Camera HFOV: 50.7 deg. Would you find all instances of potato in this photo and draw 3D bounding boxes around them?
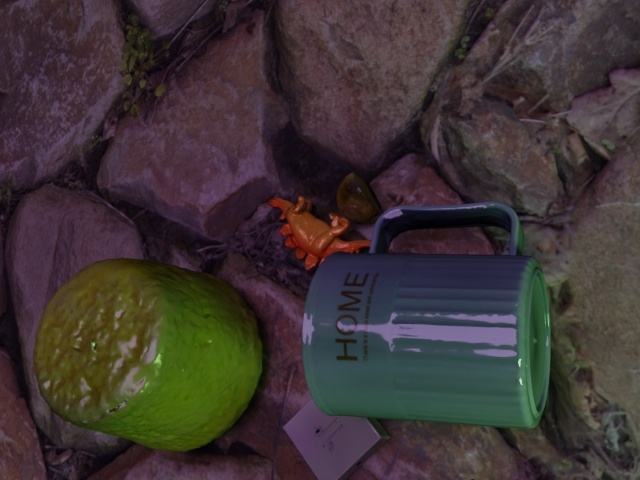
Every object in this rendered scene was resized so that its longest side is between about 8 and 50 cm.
[{"bbox_3d":[0.059,-0.075,1.218,0.066,0.103,0.096,-34,60,12],"label":"potato"}]

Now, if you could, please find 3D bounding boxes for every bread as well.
[{"bbox_3d":[-0.314,0.198,1.214,0.348,0.308,0.348,-11,67,28],"label":"bread"}]

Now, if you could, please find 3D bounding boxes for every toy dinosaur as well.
[{"bbox_3d":[0.000,0.000,1.246,0.288,0.070,0.117,31,93,28],"label":"toy dinosaur"}]

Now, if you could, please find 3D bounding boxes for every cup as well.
[{"bbox_3d":[0.179,0.124,1.031,0.311,0.256,0.331,-1,34,26],"label":"cup"}]

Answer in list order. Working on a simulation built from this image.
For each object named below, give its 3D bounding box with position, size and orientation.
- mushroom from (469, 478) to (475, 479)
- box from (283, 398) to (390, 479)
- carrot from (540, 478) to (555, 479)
[{"bbox_3d":[0.133,0.571,0.945,0.313,0.224,0.397,52,127,6],"label":"mushroom"},{"bbox_3d":[0.027,0.324,1.141,0.129,0.051,0.130,-46,59,9],"label":"box"},{"bbox_3d":[0.323,0.422,0.953,0.055,0.055,0.161,-5,69,27],"label":"carrot"}]
